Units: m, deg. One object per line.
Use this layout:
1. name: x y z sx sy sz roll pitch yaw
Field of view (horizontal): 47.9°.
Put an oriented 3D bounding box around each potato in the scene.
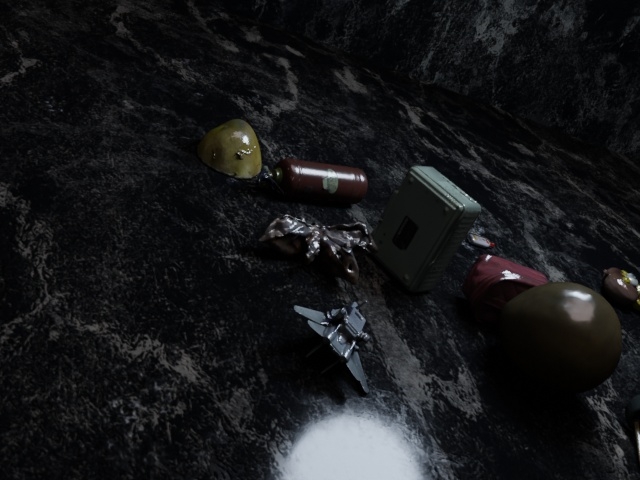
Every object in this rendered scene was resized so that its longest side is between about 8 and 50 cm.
1. potato: -0.226 -0.260 1.901 0.182 0.117 0.202 22 28 -1

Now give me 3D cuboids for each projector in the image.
1. projector: 0.235 -0.028 1.719 0.099 0.256 0.192 -2 38 -44

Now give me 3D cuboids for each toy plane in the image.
1. toy plane: 0.055 0.165 1.416 0.212 0.088 0.267 50 26 -3

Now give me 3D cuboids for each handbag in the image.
1. handbag: 0.464 0.137 1.746 0.225 0.146 0.135 19 25 -17

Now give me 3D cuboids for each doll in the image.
1. doll: 0.931 0.148 2.179 0.188 0.096 0.145 26 33 -22

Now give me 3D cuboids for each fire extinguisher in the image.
1. fire extinguisher: -0.031 -0.148 1.876 0.344 0.102 0.138 3 36 -36

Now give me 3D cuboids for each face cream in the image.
1. face cream: 0.474 0.005 2.118 0.083 0.021 0.040 16 30 -19

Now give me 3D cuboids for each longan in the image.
1. longan: 0.523 0.212 1.576 0.258 0.258 0.258 20 28 -11

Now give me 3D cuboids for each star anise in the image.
1. star anise: 0.005 0.001 1.642 0.258 0.110 0.198 20 27 3

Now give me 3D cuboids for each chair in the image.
1. chair: 0.714 0.431 1.510 0.095 0.104 0.221 45 26 -21
